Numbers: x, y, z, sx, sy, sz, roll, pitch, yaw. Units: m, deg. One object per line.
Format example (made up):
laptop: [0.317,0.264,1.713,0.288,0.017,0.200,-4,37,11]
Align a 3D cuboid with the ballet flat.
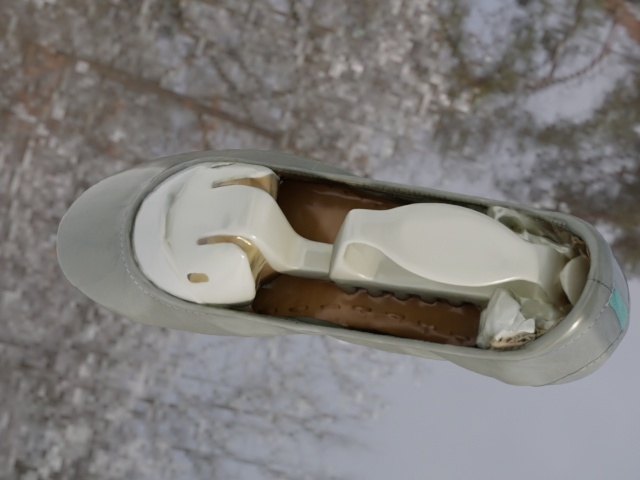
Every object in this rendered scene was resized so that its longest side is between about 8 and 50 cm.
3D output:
ballet flat: [0.000,0.000,0.547,0.068,0.213,0.072,57,45,-67]
